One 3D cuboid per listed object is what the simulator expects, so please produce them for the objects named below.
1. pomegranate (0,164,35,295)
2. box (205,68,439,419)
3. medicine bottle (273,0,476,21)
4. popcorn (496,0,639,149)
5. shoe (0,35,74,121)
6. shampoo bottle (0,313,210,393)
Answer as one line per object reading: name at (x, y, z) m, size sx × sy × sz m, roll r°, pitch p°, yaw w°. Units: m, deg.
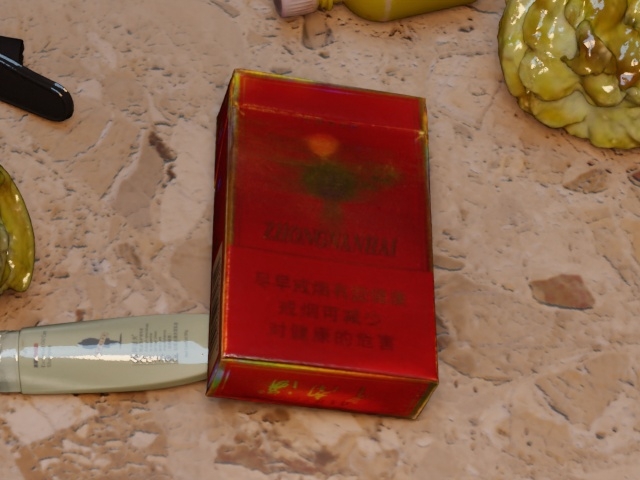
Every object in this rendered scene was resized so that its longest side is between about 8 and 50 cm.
pomegranate at (-0.388, 0.031, 1.509) m, size 0.236 × 0.236 × 0.302 m, roll 20°, pitch 88°, yaw 10°
box at (0.001, 0.001, 1.571) m, size 0.197 × 0.089 × 0.313 m, roll 7°, pitch 58°, yaw -11°
medicine bottle at (0.055, -0.283, 1.738) m, size 0.212 × 0.122 × 0.122 m, roll -14°, pitch 61°, yaw -9°
popcorn at (0.284, -0.195, 1.665) m, size 0.221 × 0.184 × 0.204 m, roll 6°, pitch 72°, yaw -13°
shoe at (-0.306, -0.172, 1.705) m, size 0.159 × 0.062 × 0.053 m, roll 28°, pitch 51°, yaw 15°
shampoo bottle at (-0.200, 0.105, 1.552) m, size 0.212 × 0.049 × 0.072 m, roll -4°, pitch 65°, yaw -3°
